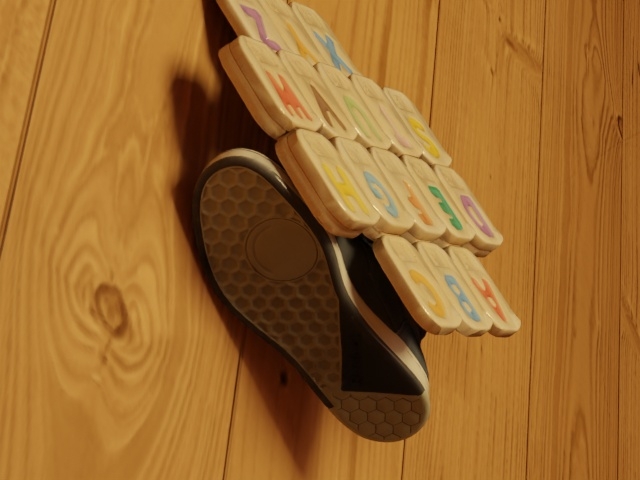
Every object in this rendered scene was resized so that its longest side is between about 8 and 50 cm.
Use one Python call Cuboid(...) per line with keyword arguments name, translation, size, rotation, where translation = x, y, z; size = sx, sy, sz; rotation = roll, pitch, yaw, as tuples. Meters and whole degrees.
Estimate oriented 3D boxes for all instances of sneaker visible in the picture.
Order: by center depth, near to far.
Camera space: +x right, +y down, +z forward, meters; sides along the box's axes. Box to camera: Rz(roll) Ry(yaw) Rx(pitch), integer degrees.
Cuboid(name="sneaker", translation=(-0.001, 0.001, 1.229), size=(0.226, 0.086, 0.163), rotation=(56, 24, -28))

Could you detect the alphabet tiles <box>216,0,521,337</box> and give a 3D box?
Cuboid(name="alphabet tiles", translation=(0.034, -0.057, 1.254), size=(0.278, 0.021, 0.284), rotation=(59, 19, 17))
